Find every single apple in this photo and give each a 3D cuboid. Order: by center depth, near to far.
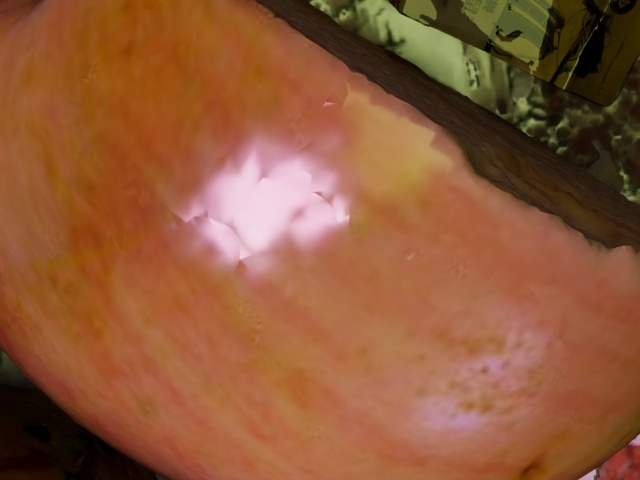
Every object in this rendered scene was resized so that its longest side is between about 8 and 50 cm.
[{"bbox_3d":[0.000,0.000,0.569,0.314,0.309,0.252,-19,67,39],"label":"apple"}]

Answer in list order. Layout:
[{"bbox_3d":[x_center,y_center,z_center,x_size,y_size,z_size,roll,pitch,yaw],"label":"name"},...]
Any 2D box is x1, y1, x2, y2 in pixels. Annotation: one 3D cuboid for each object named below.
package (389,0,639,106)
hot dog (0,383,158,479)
[{"bbox_3d":[0.106,-0.127,0.664,0.131,0.047,0.071,22,100,-10],"label":"package"},{"bbox_3d":[-0.244,0.149,0.539,0.367,0.365,0.196,20,101,-9],"label":"hot dog"}]
